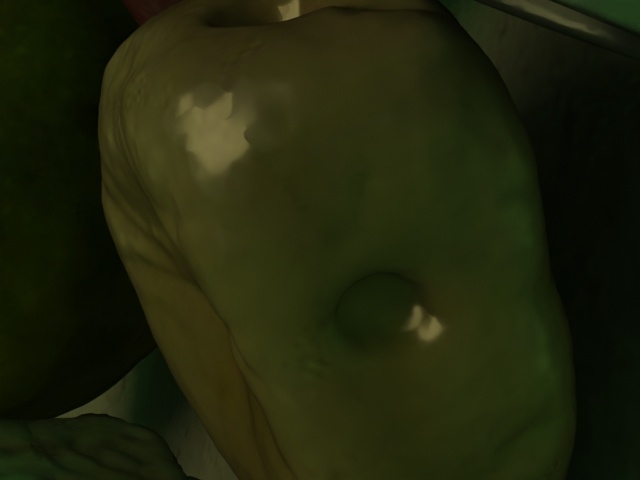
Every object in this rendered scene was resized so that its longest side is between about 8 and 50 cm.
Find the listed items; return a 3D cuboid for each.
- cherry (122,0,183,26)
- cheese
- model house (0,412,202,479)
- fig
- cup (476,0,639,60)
[{"bbox_3d":[-0.021,-0.206,0.735,0.206,0.239,0.239,-23,46,11],"label":"cherry"},{"bbox_3d":[0.000,0.000,0.576,0.235,0.117,0.218,55,163,30],"label":"cheese"},{"bbox_3d":[-0.118,0.252,0.646,0.284,0.243,0.298,35,119,57],"label":"model house"},{"bbox_3d":[-0.166,-0.011,0.896,0.233,0.233,0.314,-109,33,-48],"label":"fig"},{"bbox_3d":[0.104,-0.199,0.483,0.357,0.259,0.274,25,99,31],"label":"cup"}]
